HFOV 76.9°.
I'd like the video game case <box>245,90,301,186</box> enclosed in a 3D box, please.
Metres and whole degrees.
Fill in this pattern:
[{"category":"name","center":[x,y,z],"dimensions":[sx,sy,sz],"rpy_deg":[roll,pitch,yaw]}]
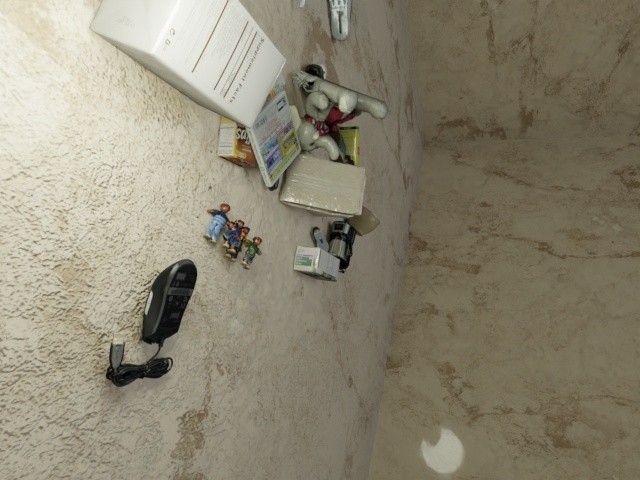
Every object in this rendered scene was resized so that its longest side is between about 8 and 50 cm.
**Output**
[{"category":"video game case","center":[-0.128,-0.292,1.151],"dimensions":[0.212,0.023,0.194],"rpy_deg":[-60,146,-42]}]

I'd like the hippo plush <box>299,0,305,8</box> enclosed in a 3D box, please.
[{"category":"hippo plush","center":[-0.032,-0.955,1.233],"dimensions":[0.236,0.294,0.235],"rpy_deg":[30,50,-37]}]

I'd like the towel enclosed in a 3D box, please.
[{"category":"towel","center":[0.015,-0.187,1.370],"dimensions":[0.049,0.281,0.187],"rpy_deg":[124,-22,-72]}]

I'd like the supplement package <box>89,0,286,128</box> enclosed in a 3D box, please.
[{"category":"supplement package","center":[-0.233,-0.376,0.777],"dimensions":[0.176,0.177,0.293],"rpy_deg":[-62,157,2]}]

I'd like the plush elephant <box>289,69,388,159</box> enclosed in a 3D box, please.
[{"category":"plush elephant","center":[0.007,-0.393,1.344],"dimensions":[0.271,0.329,0.256],"rpy_deg":[-21,136,-59]}]

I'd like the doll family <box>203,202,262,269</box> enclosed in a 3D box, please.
[{"category":"doll family","center":[-0.224,-0.015,1.050],"dimensions":[0.193,0.075,0.112],"rpy_deg":[59,45,-49]}]

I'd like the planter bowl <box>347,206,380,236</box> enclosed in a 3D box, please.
[{"category":"planter bowl","center":[0.194,-0.089,1.958],"dimensions":[0.109,0.162,0.162],"rpy_deg":[-54,150,-8]}]

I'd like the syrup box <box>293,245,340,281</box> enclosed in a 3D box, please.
[{"category":"syrup box","center":[-0.009,0.092,1.549],"dimensions":[0.237,0.093,0.097],"rpy_deg":[31,65,-65]}]

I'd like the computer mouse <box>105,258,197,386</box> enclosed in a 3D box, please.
[{"category":"computer mouse","center":[-0.346,0.156,0.806],"dimensions":[0.184,0.060,0.262],"rpy_deg":[13,93,-71]}]

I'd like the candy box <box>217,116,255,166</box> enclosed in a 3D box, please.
[{"category":"candy box","center":[-0.211,-0.298,1.063],"dimensions":[0.109,0.053,0.187],"rpy_deg":[13,83,-68]}]

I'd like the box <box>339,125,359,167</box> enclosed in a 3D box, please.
[{"category":"box","center":[0.131,-0.395,1.824],"dimensions":[0.058,0.087,0.233],"rpy_deg":[-26,116,-65]}]

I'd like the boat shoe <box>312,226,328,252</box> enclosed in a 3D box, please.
[{"category":"boat shoe","center":[0.000,0.000,1.623],"dimensions":[0.142,0.049,0.040],"rpy_deg":[76,-10,-47]}]

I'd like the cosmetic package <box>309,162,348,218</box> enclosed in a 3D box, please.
[{"category":"cosmetic package","center":[0.025,-0.186,1.516],"dimensions":[0.183,0.151,0.152],"rpy_deg":[38,59,-62]}]

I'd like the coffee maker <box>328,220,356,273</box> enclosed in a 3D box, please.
[{"category":"coffee maker","center":[0.084,0.026,1.767],"dimensions":[0.171,0.120,0.178],"rpy_deg":[100,5,-66]}]

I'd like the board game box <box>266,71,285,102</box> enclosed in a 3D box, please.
[{"category":"board game box","center":[-0.157,-0.492,1.195],"dimensions":[0.154,0.026,0.104],"rpy_deg":[55,44,-56]}]

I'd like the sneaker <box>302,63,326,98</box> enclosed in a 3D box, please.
[{"category":"sneaker","center":[-0.021,-0.524,1.460],"dimensions":[0.106,0.078,0.235],"rpy_deg":[-24,112,-62]}]

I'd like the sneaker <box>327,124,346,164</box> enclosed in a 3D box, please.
[{"category":"sneaker","center":[0.069,-0.415,1.712],"dimensions":[0.086,0.064,0.192],"rpy_deg":[-70,154,-50]}]

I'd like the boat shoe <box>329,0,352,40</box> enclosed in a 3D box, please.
[{"category":"boat shoe","center":[0.079,-0.971,1.623],"dimensions":[0.094,0.109,0.303],"rpy_deg":[-78,170,-60]}]

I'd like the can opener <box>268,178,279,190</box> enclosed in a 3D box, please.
[{"category":"can opener","center":[-0.144,-0.245,1.240],"dimensions":[0.059,0.073,0.186],"rpy_deg":[-173,-96,-71]}]
